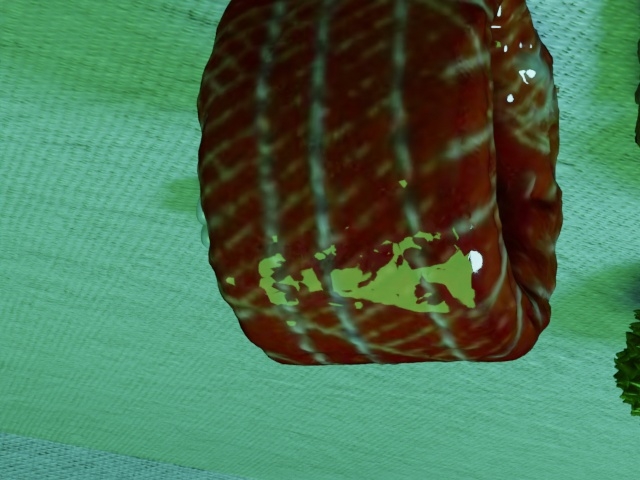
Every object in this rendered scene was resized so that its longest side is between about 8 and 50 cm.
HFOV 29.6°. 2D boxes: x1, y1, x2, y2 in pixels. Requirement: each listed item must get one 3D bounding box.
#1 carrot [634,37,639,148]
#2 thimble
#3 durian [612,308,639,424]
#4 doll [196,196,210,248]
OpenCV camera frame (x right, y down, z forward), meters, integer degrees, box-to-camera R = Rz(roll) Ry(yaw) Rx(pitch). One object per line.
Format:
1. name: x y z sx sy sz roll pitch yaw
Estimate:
1. carrot: 0.321 -0.161 1.038 0.102 0.102 0.263 1 148 12
2. thimble: 0.063 -0.064 0.996 0.231 0.350 0.350 -3 153 20
3. durian: 0.501 0.159 1.489 0.291 0.224 0.291 2 149 1
4. doll: 0.000 0.000 1.377 0.290 0.130 0.161 13 133 21
